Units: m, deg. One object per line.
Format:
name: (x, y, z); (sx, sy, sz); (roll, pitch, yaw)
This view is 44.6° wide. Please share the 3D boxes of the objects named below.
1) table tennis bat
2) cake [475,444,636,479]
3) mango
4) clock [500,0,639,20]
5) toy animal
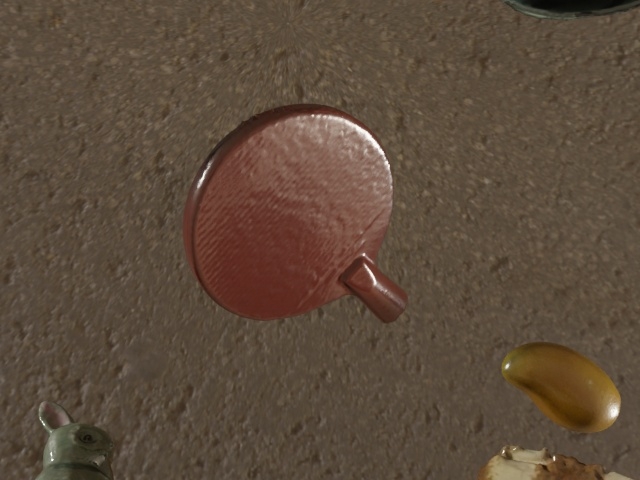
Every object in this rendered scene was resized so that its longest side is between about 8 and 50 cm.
table tennis bat: (0.000, 0.000, 0.948); (0.268, 0.051, 0.414); (-49, 138, 0)
cake: (0.310, 0.448, 0.958); (0.290, 0.282, 0.256); (7, 128, 24)
mango: (0.337, 0.201, 1.096); (0.184, 0.085, 0.102); (31, 86, -7)
clock: (0.281, -0.332, 0.774); (0.280, 0.281, 0.055); (1, 65, -3)
toy animal: (-0.300, 0.284, 0.948); (0.108, 0.236, 0.138); (-17, 141, 5)
